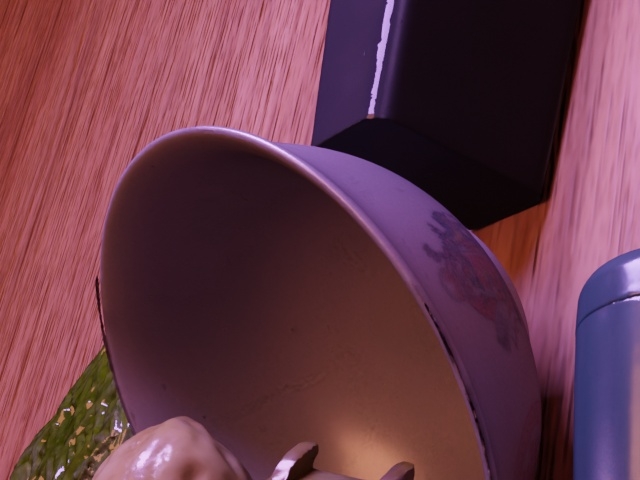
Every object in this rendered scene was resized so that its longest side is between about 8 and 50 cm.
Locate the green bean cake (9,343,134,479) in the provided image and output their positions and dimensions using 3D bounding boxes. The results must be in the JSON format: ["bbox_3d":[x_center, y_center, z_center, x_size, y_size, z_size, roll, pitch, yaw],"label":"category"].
[{"bbox_3d":[-0.178,0.202,1.224,0.248,0.125,0.222,-56,19,20],"label":"green bean cake"}]

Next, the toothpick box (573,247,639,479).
[{"bbox_3d":[0.175,0.104,0.665,0.120,0.120,0.184,-28,45,52],"label":"toothpick box"}]

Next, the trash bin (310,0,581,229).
[{"bbox_3d":[0.091,-0.143,1.010,0.115,0.165,0.226,-26,47,52],"label":"trash bin"}]

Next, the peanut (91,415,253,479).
[{"bbox_3d":[-0.073,0.258,0.853,0.147,0.147,0.319,-127,28,-62],"label":"peanut"}]

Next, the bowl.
[{"bbox_3d":[0.025,0.073,0.876,0.157,0.346,0.345,-26,0,-37],"label":"bowl"}]

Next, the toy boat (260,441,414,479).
[{"bbox_3d":[-0.019,0.332,0.745,0.135,0.162,0.446,8,92,35],"label":"toy boat"}]
